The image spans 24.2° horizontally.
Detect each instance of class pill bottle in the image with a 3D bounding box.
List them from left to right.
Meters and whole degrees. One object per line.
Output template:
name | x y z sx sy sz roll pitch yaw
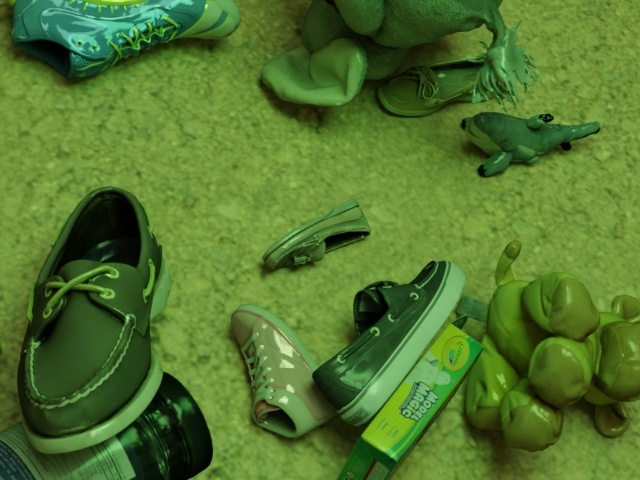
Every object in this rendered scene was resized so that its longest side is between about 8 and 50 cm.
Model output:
pill bottle | -0.200 0.192 1.196 0.219 0.123 0.123 -26 69 -32

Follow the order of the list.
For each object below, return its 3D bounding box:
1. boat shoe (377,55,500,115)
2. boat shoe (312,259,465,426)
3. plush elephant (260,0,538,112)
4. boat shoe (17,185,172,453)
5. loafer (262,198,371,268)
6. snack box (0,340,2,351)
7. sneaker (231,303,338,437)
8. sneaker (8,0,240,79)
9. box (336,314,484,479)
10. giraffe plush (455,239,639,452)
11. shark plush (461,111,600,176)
boat shoe | 0.133 -0.172 1.607 0.153 0.048 0.056 -9 61 -25
boat shoe | 0.060 0.076 1.379 0.076 0.080 0.228 43 48 -4
plush elephant | 0.065 -0.269 1.525 0.272 0.255 0.330 -28 101 -41
boat shoe | -0.186 0.056 1.216 0.117 0.096 0.324 -10 24 7
loafer | 0.000 0.000 1.449 0.125 0.045 0.039 -31 78 -36
snack box | -0.338 0.130 1.240 0.100 0.037 0.141 23 52 -6
sneaker | -0.046 0.120 1.344 0.134 0.051 0.070 48 50 9
sneaker | -0.202 -0.209 1.503 0.240 0.091 0.126 10 73 -14
box | 0.084 0.151 1.336 0.043 0.105 0.179 34 52 8
giraffe plush | 0.241 0.111 1.410 0.170 0.181 0.210 17 18 -21
shark plush | 0.226 -0.109 1.587 0.161 0.067 0.073 7 55 -15
